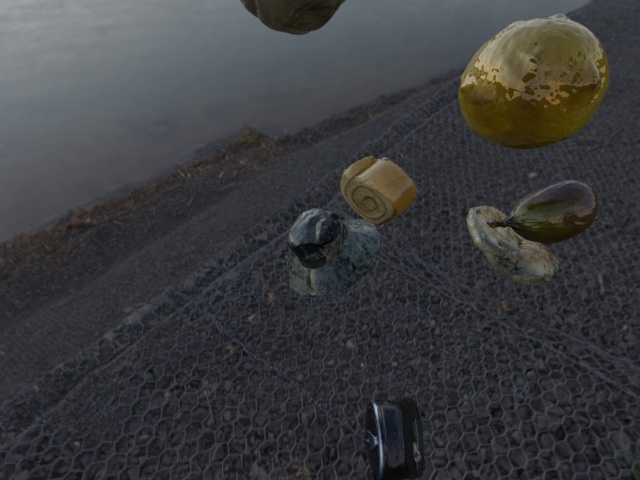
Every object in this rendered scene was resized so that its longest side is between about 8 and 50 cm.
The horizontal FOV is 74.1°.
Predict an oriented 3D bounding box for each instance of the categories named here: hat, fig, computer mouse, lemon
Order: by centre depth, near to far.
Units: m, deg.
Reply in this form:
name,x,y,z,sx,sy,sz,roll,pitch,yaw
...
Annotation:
name,x,y,z,sx,sy,sz,roll,pitch,yaw
computer mouse,0.126,0.351,0.755,0.096,0.233,0.137,-15,60,18
lemon,0.391,-0.287,0.796,0.233,0.234,0.288,-13,17,-16
hat,0.000,0.000,0.973,0.265,0.128,0.266,-25,36,20
fig,0.527,-0.058,1.031,0.274,0.170,0.146,-12,90,-12

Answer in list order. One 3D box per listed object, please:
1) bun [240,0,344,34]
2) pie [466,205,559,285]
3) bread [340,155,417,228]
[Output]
name,x,y,z,sx,sy,sz,roll,pitch,yaw
bun,-0.031,-0.281,0.383,0.166,0.173,0.113,24,35,36
pie,0.603,0.013,1.347,0.339,0.077,0.339,19,39,-16
bread,0.093,-0.085,0.745,0.073,0.149,0.122,-43,89,-15
